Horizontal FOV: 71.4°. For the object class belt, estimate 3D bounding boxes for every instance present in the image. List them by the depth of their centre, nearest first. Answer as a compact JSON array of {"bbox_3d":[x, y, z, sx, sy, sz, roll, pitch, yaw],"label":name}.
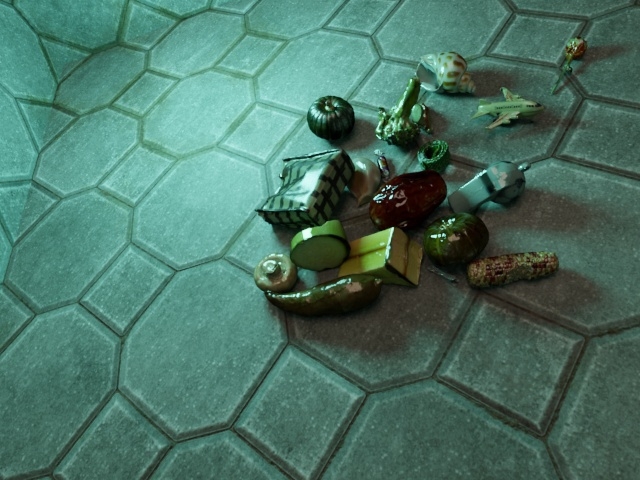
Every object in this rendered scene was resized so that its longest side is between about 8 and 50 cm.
[{"bbox_3d":[0.448,-0.323,1.758,0.121,0.079,0.151,1,47,30],"label":"belt"}]

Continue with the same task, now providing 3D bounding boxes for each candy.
[{"bbox_3d":[0.255,-0.302,1.823,0.045,0.043,0.175,-15,59,11],"label":"candy"},{"bbox_3d":[1.013,-0.718,1.835,0.078,0.084,0.288,26,76,26],"label":"candy"}]

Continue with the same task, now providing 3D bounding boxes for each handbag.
[{"bbox_3d":[-0.066,-0.197,1.757,0.326,0.163,0.325,5,56,40],"label":"handbag"}]

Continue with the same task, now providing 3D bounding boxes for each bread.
[{"bbox_3d":[0.213,0.078,1.594,0.264,0.163,0.168,-18,48,50],"label":"bread"}]

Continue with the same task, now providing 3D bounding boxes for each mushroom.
[{"bbox_3d":[-0.165,0.118,1.636,0.166,0.127,0.166,-6,52,8],"label":"mushroom"}]

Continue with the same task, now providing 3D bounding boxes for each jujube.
[{"bbox_3d":[0.315,-0.139,1.610,0.290,0.197,0.197,-29,54,-3],"label":"jujube"}]

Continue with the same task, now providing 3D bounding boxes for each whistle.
[{"bbox_3d":[0.617,-0.187,1.589,0.289,0.163,0.164,-38,46,36],"label":"whistle"}]

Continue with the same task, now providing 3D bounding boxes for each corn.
[{"bbox_3d":[0.614,0.091,1.425,0.289,0.098,0.098,-8,56,10],"label":"corn"}]

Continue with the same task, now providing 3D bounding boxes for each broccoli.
[{"bbox_3d":[0.325,-0.525,1.824,0.177,0.275,0.198,-5,20,-29],"label":"broccoli"}]

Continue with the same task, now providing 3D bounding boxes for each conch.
[{"bbox_3d":[0.552,-0.718,1.928,0.148,0.183,0.275,-11,50,-31],"label":"conch"}]

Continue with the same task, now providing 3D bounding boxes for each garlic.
[{"bbox_3d":[0.152,-0.279,1.820,0.148,0.129,0.267,-23,43,-12],"label":"garlic"}]

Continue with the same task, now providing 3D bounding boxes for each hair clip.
[{"bbox_3d":[0.415,0.110,1.510,0.115,0.039,0.030,32,67,34],"label":"hair clip"}]

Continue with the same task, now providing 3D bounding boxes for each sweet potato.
[{"bbox_3d":[0.014,0.195,1.534,0.422,0.130,0.131,-10,56,16],"label":"sweet potato"}]

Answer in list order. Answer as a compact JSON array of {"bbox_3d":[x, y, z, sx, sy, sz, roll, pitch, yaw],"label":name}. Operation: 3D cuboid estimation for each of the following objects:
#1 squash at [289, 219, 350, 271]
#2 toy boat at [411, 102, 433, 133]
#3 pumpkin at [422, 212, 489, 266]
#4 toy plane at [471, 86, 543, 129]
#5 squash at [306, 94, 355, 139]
[{"bbox_3d":[-0.008,0.007,1.599,0.220,0.220,0.133,-17,58,7],"label":"squash"},{"bbox_3d":[0.432,-0.529,1.895,0.089,0.071,0.185,-42,41,43],"label":"toy boat"},{"bbox_3d":[0.451,0.007,1.484,0.218,0.163,0.219,-21,19,8],"label":"pumpkin"},{"bbox_3d":[0.744,-0.519,1.767,0.256,0.104,0.242,18,63,27],"label":"toy plane"},{"bbox_3d":[0.047,-0.539,1.962,0.217,0.173,0.218,5,34,-4],"label":"squash"}]
